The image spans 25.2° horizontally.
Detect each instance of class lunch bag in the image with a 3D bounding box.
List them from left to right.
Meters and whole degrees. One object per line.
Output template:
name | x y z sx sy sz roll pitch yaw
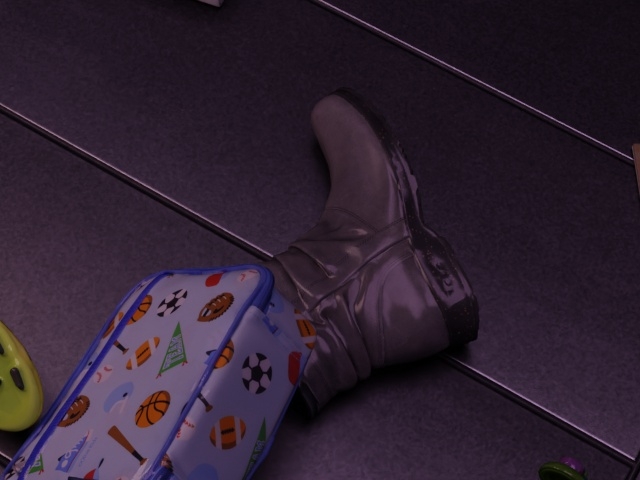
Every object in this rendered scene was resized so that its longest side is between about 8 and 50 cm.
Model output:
lunch bag | -0.157 0.159 1.319 0.243 0.115 0.303 -2 45 45

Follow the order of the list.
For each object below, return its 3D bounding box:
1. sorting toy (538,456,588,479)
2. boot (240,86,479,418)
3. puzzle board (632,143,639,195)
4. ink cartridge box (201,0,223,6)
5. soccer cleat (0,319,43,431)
sorting toy | 0.258 0.237 1.384 0.102 0.061 0.042 41 61 -7
boot | 0.000 0.000 1.482 0.223 0.118 0.338 -21 58 -10
puzzle board | 0.418 -0.065 1.607 0.128 0.011 0.096 1 60 -3
ink cartridge box | -0.210 -0.425 1.715 0.278 0.117 0.201 20 59 7
soccer cleat | -0.360 0.078 1.400 0.289 0.121 0.093 37 97 20
